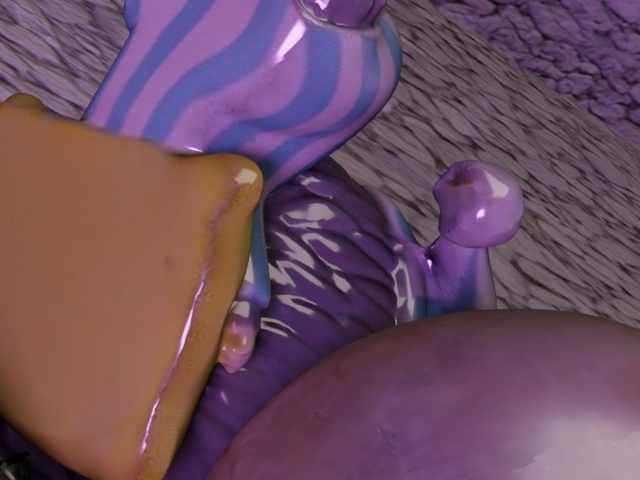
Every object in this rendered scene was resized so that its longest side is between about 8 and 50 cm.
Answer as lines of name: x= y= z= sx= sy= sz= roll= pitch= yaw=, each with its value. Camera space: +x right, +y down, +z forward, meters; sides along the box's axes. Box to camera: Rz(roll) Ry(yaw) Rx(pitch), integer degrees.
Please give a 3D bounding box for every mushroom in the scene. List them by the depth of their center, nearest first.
mushroom: x=0.093 y=0.215 z=0.674 sx=0.362 sy=0.362 sz=0.294 roll=40 pitch=-16 yaw=3

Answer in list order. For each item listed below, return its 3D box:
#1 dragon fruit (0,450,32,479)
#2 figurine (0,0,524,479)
dragon fruit: x=-0.210 y=0.114 z=0.651 sx=0.175 sy=0.142 sz=0.138 roll=-23 pitch=32 yaw=-32
figurine: x=0.000 y=0.000 z=0.851 sx=0.378 sy=0.361 sz=0.266 roll=16 pitch=20 yaw=-48
